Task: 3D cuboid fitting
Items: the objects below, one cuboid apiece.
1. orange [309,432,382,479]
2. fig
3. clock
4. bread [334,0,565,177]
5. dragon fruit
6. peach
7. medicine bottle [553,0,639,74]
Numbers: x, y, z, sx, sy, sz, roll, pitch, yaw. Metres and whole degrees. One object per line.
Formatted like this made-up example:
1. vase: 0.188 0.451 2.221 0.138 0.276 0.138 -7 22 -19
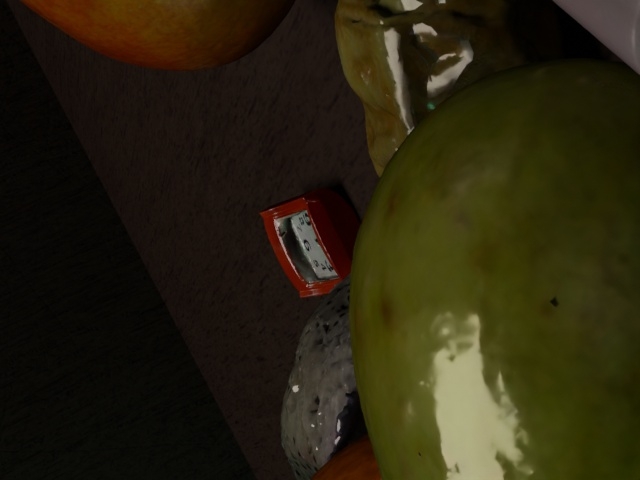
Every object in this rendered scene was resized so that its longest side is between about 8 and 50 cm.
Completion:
1. orange: 0.136 0.317 0.841 0.326 0.424 0.424 22 -160 -47
2. fig: 0.135 0.077 0.621 0.258 0.258 0.326 178 98 -72
3. clock: 0.000 0.000 1.351 0.113 0.061 0.155 65 160 -5
4. bread: 0.100 -0.072 0.795 0.152 0.130 0.268 -7 116 29
5. dragon fruit: 0.063 0.152 1.115 0.204 0.221 0.283 24 141 57
6. peach: -0.143 -0.275 0.980 0.289 0.289 0.308 38 144 56
7. medicine bottle: 0.156 -0.137 0.513 0.250 0.133 0.133 53 161 35
